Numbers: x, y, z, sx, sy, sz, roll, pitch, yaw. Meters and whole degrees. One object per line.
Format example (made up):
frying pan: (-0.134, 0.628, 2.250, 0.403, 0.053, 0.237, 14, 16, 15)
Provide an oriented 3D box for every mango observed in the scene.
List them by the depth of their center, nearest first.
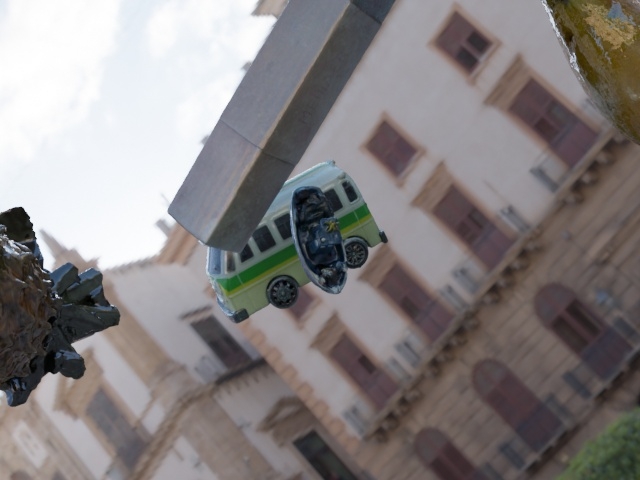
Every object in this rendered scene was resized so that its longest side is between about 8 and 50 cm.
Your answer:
mango: (0.395, -0.243, 1.407, 0.146, 0.316, 0.193, -46, 9, 17)

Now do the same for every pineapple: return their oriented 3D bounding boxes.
pineapple: (-0.259, 0.051, 0.883, 0.141, 0.170, 0.310, -13, -8, 10)

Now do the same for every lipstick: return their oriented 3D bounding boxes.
lipstick: (-0.037, -0.163, 1.181, 0.371, 0.079, 0.076, -57, -30, 9)

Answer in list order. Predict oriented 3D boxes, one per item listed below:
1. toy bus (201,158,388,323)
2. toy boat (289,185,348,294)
toy bus: (-0.055, -0.002, 1.687, 0.276, 0.165, 0.133, -28, 17, -12)
toy boat: (0.000, 0.000, 1.274, 0.060, 0.137, 0.061, -6, -13, -26)
